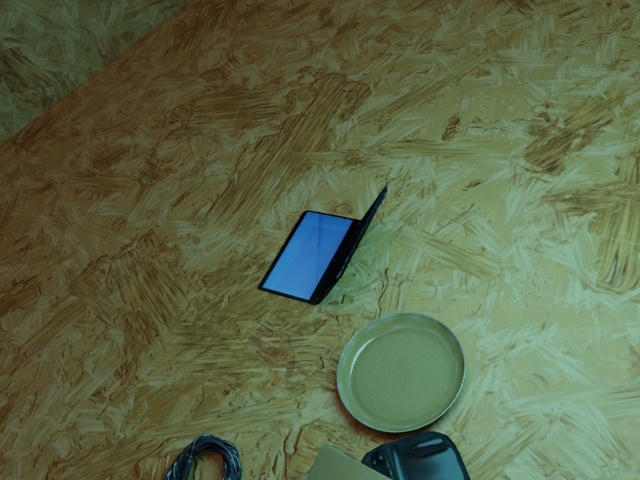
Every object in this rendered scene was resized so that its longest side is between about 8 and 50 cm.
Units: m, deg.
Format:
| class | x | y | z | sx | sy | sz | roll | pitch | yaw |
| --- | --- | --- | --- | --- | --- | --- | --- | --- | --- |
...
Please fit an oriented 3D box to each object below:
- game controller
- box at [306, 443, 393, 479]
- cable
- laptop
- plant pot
| class | x | y | z | sx | sy | sz | roll | pitch | yaw |
| --- | --- | --- | --- | --- | --- | --- | --- | --- | --- |
| game controller | 0.171 | 0.444 | 0.971 | 0.166 | 0.067 | 0.319 | -13 | 47 | -5 |
| box | 0.043 | 0.430 | 1.002 | 0.201 | 0.021 | 0.164 | 11 | 71 | 46 |
| cable | -0.214 | 0.439 | 1.155 | 0.150 | 0.047 | 0.185 | -18 | 50 | 16 |
| laptop | 0.000 | 0.000 | 1.354 | 0.136 | 0.264 | 0.234 | 30 | 64 | -1 |
| plant pot | 0.146 | 0.238 | 1.164 | 0.236 | 0.032 | 0.236 | -13 | 48 | 15 |
